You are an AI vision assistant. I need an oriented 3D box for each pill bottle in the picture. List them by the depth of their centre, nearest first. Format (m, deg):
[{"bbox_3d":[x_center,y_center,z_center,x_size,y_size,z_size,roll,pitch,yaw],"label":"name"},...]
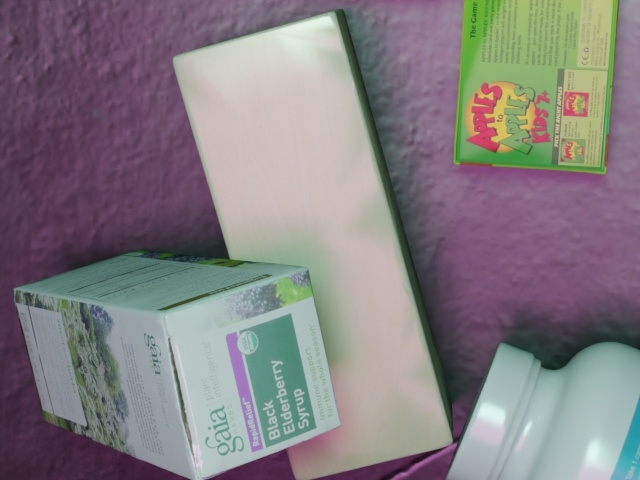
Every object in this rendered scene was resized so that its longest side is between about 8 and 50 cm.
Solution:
[{"bbox_3d":[0.212,0.151,0.887,0.264,0.146,0.146,23,105,6],"label":"pill bottle"}]

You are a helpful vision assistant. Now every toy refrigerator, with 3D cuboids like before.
[{"bbox_3d":[0.000,0.000,0.927,0.102,0.094,0.269,-15,99,7],"label":"toy refrigerator"}]

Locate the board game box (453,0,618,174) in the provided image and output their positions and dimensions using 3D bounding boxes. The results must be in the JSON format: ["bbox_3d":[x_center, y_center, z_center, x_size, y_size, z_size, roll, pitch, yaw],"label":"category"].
[{"bbox_3d":[0.132,-0.135,0.895,0.092,0.043,0.181,5,102,11],"label":"board game box"}]

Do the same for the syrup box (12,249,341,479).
[{"bbox_3d":[-0.092,0.066,0.884,0.096,0.237,0.093,-18,101,-30],"label":"syrup box"}]
